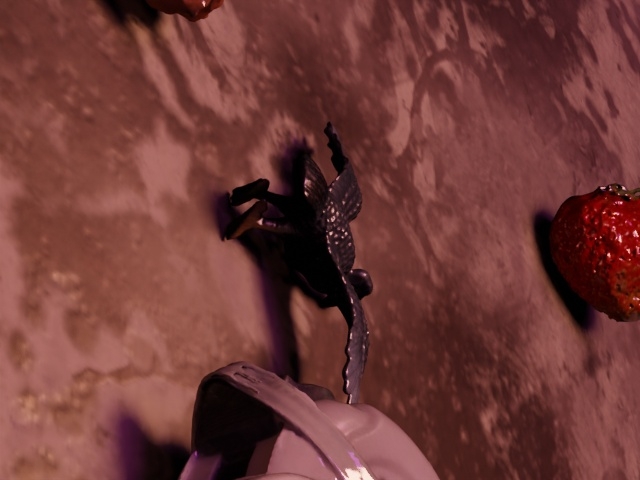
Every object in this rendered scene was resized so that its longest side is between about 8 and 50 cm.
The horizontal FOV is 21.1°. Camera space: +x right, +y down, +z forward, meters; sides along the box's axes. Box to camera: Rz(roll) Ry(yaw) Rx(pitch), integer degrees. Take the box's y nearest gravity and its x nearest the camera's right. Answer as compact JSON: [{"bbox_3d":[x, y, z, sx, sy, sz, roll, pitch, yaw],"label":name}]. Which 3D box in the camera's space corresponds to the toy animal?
[{"bbox_3d":[0.000,0.000,0.952,0.108,0.062,0.220,43,31,-34],"label":"toy animal"}]

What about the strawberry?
[{"bbox_3d":[0.219,0.010,1.279,0.106,0.106,0.106,38,40,-41],"label":"strawberry"}]

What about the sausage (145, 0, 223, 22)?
[{"bbox_3d":[-0.141,-0.238,0.881,0.304,0.078,0.078,52,32,-24],"label":"sausage"}]

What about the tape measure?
[{"bbox_3d":[0.002,0.166,0.785,0.236,0.120,0.197,54,29,-29],"label":"tape measure"}]
